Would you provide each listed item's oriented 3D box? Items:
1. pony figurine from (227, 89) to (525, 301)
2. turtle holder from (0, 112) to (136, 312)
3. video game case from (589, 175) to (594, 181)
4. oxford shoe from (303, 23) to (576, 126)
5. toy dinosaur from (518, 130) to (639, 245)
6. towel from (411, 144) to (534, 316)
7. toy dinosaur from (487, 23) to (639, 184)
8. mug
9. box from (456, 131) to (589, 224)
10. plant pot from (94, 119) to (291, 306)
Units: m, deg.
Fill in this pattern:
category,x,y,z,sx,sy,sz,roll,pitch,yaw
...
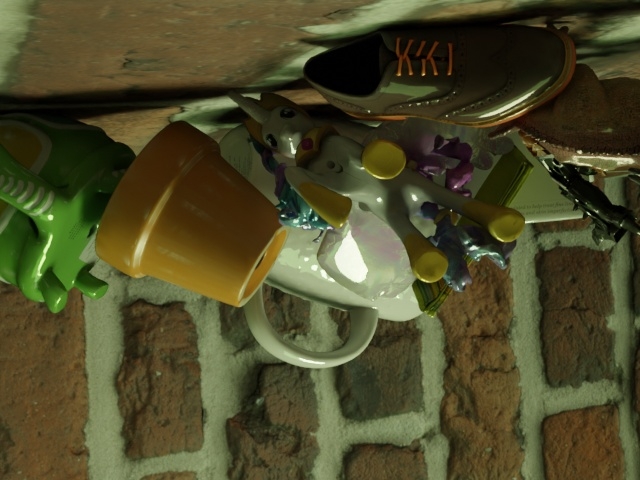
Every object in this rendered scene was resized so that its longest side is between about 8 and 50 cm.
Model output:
category,x,y,z,sx,sy,sz,roll,pitch,yaw
pony figurine,0.080,-0.066,1.541,0.351,0.303,0.363,25,-173,-30
turtle holder,-0.372,-0.045,1.657,0.227,0.243,0.320,32,-154,8
video game case,0.297,-0.143,1.943,0.201,0.023,0.183,-4,144,20
oxford shoe,0.108,-0.160,1.238,0.271,0.097,0.098,-5,172,34
toy dinosaur,0.285,-0.109,1.443,0.164,0.218,0.322,-46,-171,33
towel,0.192,-0.016,1.681,0.021,0.237,0.102,29,-166,-17
toy dinosaur,0.284,-0.104,1.205,0.296,0.200,0.127,-1,138,22
mug,0.000,0.000,1.886,0.328,0.374,0.276,15,163,-28
box,0.271,-0.113,1.783,0.181,0.182,0.119,-4,179,4
plant pot,-0.148,-0.017,1.629,0.188,0.205,0.205,32,-176,8
